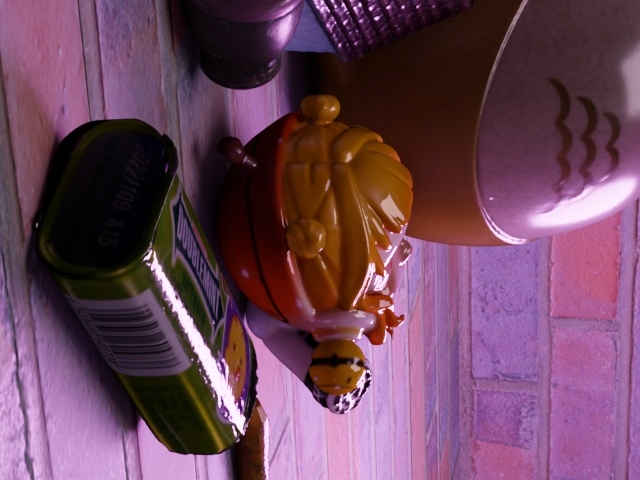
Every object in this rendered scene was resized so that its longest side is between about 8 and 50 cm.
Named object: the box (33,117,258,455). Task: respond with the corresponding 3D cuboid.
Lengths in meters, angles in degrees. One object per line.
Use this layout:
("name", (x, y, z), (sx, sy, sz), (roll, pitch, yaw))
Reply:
("box", (-0.125, 0.048, 1.305), (0.345, 0.097, 0.134), (72, 21, -59))

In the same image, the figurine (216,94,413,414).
("figurine", (-0.005, 0.001, 1.673), (0.323, 0.196, 0.320), (87, 5, -55))

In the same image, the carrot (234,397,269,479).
("carrot", (-0.073, 0.244, 1.768), (0.042, 0.042, 0.171), (-66, 158, -62))

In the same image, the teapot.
("teapot", (-0.083, -0.216, 1.513), (0.116, 0.148, 0.146), (-36, 152, -29))

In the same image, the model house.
("model house", (0.050, -0.333, 1.722), (0.280, 0.248, 0.230), (47, 46, -75))

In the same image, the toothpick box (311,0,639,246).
("toothpick box", (0.195, -0.196, 2.063), (0.409, 0.425, 0.409), (173, -90, -86))
